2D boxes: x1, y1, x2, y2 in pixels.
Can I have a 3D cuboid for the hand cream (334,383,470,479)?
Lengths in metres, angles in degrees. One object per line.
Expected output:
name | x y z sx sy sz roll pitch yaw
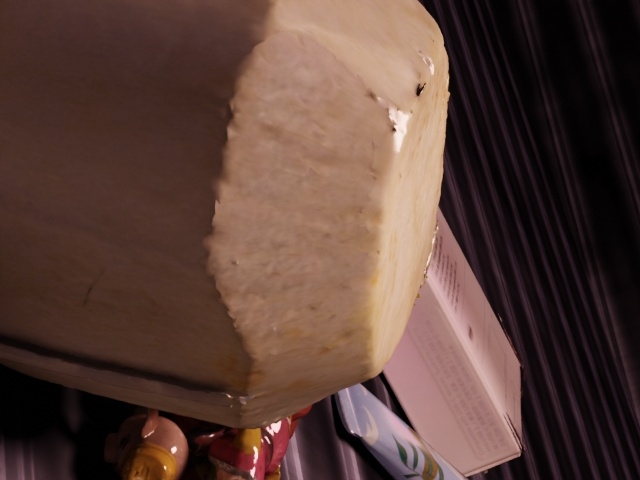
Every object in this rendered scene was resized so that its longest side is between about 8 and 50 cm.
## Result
hand cream | 0.086 0.216 1.560 0.256 0.055 0.088 45 21 -37

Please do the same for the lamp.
lamp | -0.076 0.129 1.046 0.118 0.118 0.253 63 19 -11

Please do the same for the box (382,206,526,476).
box | 0.127 0.100 1.740 0.251 0.106 0.203 62 17 -18

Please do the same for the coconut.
coconut | -0.083 -0.051 0.936 0.323 0.323 0.323 57 18 -30

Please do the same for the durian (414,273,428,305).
durian | -0.006 0.014 1.361 0.198 0.159 0.146 37 -7 24
